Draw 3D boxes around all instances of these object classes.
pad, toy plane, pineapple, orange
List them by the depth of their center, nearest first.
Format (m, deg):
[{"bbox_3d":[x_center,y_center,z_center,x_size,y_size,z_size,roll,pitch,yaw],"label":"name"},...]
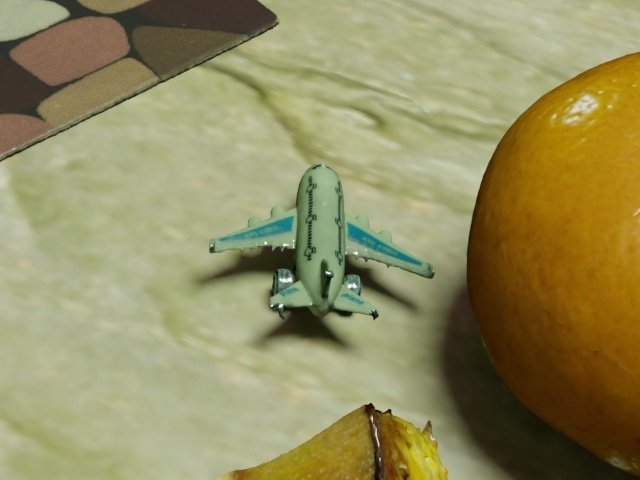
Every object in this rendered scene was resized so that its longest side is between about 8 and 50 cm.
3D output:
[{"bbox_3d":[-0.015,0.082,0.487,0.114,0.077,0.114,-5,39,5],"label":"pineapple"},{"bbox_3d":[0.126,0.010,0.600,0.156,0.124,0.156,-1,57,2],"label":"orange"},{"bbox_3d":[0.000,0.002,0.645,0.080,0.033,0.083,5,37,-6],"label":"toy plane"},{"bbox_3d":[-0.151,-0.090,0.728,0.235,0.003,0.158,-31,57,-35],"label":"pad"}]
